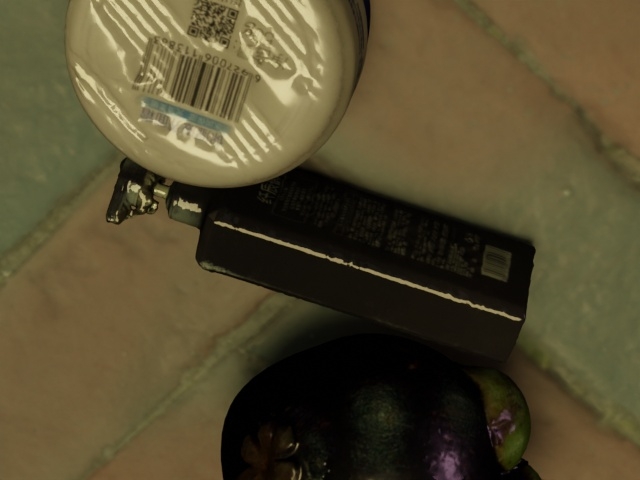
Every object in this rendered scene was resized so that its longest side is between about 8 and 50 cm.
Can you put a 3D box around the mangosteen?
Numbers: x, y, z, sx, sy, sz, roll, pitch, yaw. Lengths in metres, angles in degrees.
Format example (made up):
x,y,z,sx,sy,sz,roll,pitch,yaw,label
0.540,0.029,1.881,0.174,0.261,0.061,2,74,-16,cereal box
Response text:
x,y,z,sx,sy,sz,roll,pitch,yaw,label
0.052,0.177,1.490,0.243,0.243,0.243,4,119,8,mangosteen

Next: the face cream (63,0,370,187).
x,y,z,sx,sy,sz,roll,pitch,yaw,label
-0.071,-0.142,1.382,0.206,0.111,0.206,4,118,8,face cream

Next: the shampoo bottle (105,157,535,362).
x,y,z,sx,sy,sz,roll,pitch,yaw,label
0.000,0.000,1.454,0.309,0.098,0.071,19,125,0,shampoo bottle
